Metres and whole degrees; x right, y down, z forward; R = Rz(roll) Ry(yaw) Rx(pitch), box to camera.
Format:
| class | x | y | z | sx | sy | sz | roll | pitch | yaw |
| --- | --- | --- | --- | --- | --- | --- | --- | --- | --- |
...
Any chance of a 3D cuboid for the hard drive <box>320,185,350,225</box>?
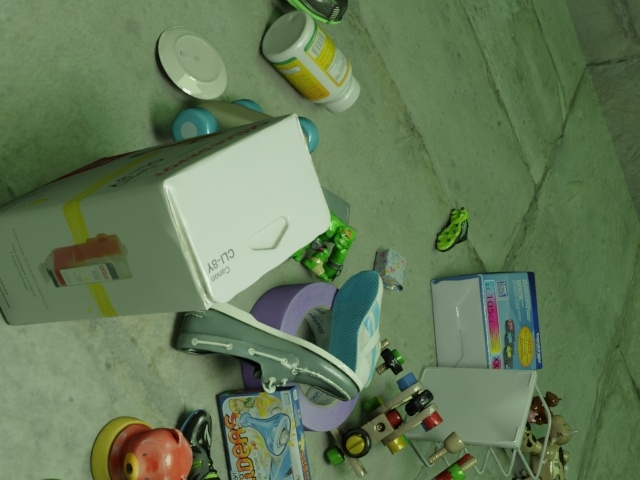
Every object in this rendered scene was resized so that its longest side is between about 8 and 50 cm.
| class | x | y | z | sx | sy | sz | roll | pitch | yaw |
| --- | --- | --- | --- | --- | --- | --- | --- | --- | --- |
| hard drive | 0.012 | -0.053 | 1.756 | 0.135 | 0.022 | 0.094 | 29 | 62 | -49 |

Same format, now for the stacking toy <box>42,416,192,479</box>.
| class | x | y | z | sx | sy | sz | roll | pitch | yaw |
| --- | --- | --- | --- | --- | --- | --- | --- | --- | --- |
| stacking toy | -0.272 | 0.429 | 1.198 | 0.279 | 0.130 | 0.309 | -22 | 102 | -53 |

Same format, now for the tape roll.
| class | x | y | z | sx | sy | sz | roll | pitch | yaw |
| --- | --- | --- | --- | --- | --- | --- | --- | --- | --- |
| tape roll | -0.027 | 0.218 | 1.604 | 0.274 | 0.090 | 0.275 | 12 | 75 | -53 |

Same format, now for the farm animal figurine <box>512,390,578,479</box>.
| class | x | y | z | sx | sy | sz | roll | pitch | yaw |
| --- | --- | --- | --- | --- | --- | --- | --- | --- | --- |
| farm animal figurine | 0.613 | 0.568 | 2.352 | 0.330 | 0.172 | 0.327 | -12 | 94 | -54 |

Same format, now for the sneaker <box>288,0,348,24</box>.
| class | x | y | z | sx | sy | sz | roll | pitch | yaw |
| --- | --- | --- | --- | --- | --- | --- | --- | --- | --- |
| sneaker | -0.018 | -0.665 | 1.661 | 0.185 | 0.202 | 0.483 | -16 | 98 | -53 |

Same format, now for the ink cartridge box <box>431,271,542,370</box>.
| class | x | y | z | sx | sy | sz | roll | pitch | yaw |
| --- | --- | --- | --- | --- | --- | --- | --- | --- | --- |
| ink cartridge box | 0.450 | 0.217 | 2.211 | 0.395 | 0.151 | 0.270 | 1 | 84 | -55 |

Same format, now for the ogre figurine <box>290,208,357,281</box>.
| class | x | y | z | sx | sy | sz | roll | pitch | yaw |
| --- | --- | --- | --- | --- | --- | --- | --- | --- | --- |
| ogre figurine | 0.000 | 0.000 | 1.658 | 0.197 | 0.097 | 0.118 | 36 | 94 | -31 |

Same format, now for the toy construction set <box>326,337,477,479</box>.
| class | x | y | z | sx | sy | sz | roll | pitch | yaw |
| --- | --- | --- | --- | --- | --- | --- | --- | --- | --- |
| toy construction set | 0.145 | 0.410 | 1.738 | 0.237 | 0.257 | 0.309 | -36 | 101 | -3 |

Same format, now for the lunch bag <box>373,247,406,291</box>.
| class | x | y | z | sx | sy | sz | roll | pitch | yaw |
| --- | --- | --- | --- | --- | --- | --- | --- | --- | --- |
| lunch bag | 0.159 | 0.069 | 1.914 | 0.083 | 0.053 | 0.071 | 32 | 57 | -36 |

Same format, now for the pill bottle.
| class | x | y | z | sx | sy | sz | roll | pitch | yaw |
| --- | --- | --- | --- | --- | --- | --- | --- | --- | --- |
| pill bottle | -0.011 | -0.346 | 1.691 | 0.208 | 0.117 | 0.118 | 39 | 54 | -43 |

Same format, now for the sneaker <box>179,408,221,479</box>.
| class | x | y | z | sx | sy | sz | roll | pitch | yaw |
| --- | --- | --- | --- | --- | --- | --- | --- | --- | --- |
| sneaker | -0.188 | 0.366 | 1.367 | 0.067 | 0.078 | 0.188 | 16 | 71 | -52 |

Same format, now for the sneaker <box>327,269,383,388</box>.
| class | x | y | z | sx | sy | sz | roll | pitch | yaw |
| --- | --- | --- | --- | --- | --- | --- | --- | --- | --- |
| sneaker | 0.073 | 0.168 | 1.610 | 0.092 | 0.087 | 0.229 | 37 | 63 | -53 |

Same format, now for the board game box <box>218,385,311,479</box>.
| class | x | y | z | sx | sy | sz | roll | pitch | yaw |
| --- | --- | --- | --- | --- | --- | --- | --- | --- | --- |
| board game box | -0.092 | 0.352 | 1.450 | 0.035 | 0.136 | 0.201 | -16 | 97 | -69 |

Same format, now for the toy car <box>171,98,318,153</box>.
| class | x | y | z | sx | sy | sz | roll | pitch | yaw |
| --- | --- | --- | --- | --- | --- | --- | --- | --- | --- |
| toy car | -0.141 | -0.104 | 1.462 | 0.219 | 0.210 | 0.238 | -31 | 139 | -65 |

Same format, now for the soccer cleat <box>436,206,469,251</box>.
| class | x | y | z | sx | sy | sz | roll | pitch | yaw |
| --- | --- | --- | --- | --- | --- | --- | --- | --- | --- |
| soccer cleat | 0.346 | -0.015 | 2.178 | 0.179 | 0.060 | 0.072 | -55 | 128 | -46 |

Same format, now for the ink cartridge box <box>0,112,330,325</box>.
| class | x | y | z | sx | sy | sz | roll | pitch | yaw |
| --- | --- | --- | --- | --- | --- | --- | --- | --- | --- |
| ink cartridge box | -0.222 | -0.026 | 1.122 | 0.279 | 0.384 | 0.161 | -38 | 115 | -50 |

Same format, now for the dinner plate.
| class | x | y | z | sx | sy | sz | roll | pitch | yaw |
| --- | --- | --- | --- | --- | --- | --- | --- | --- | --- |
| dinner plate | -0.213 | -0.307 | 1.459 | 0.141 | 0.017 | 0.141 | 23 | 53 | -34 |

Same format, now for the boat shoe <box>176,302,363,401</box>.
| class | x | y | z | sx | sy | sz | roll | pitch | yaw |
| --- | --- | --- | --- | --- | --- | --- | --- | --- | --- |
| boat shoe | -0.086 | 0.201 | 1.402 | 0.319 | 0.116 | 0.099 | 27 | 66 | -2 |

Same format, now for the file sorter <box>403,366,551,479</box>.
| class | x | y | z | sx | sy | sz | roll | pitch | yaw |
| --- | --- | --- | --- | --- | --- | --- | --- | --- | --- |
| file sorter | 0.361 | 0.421 | 1.950 | 0.173 | 0.277 | 0.193 | 60 | 42 | -35 |
